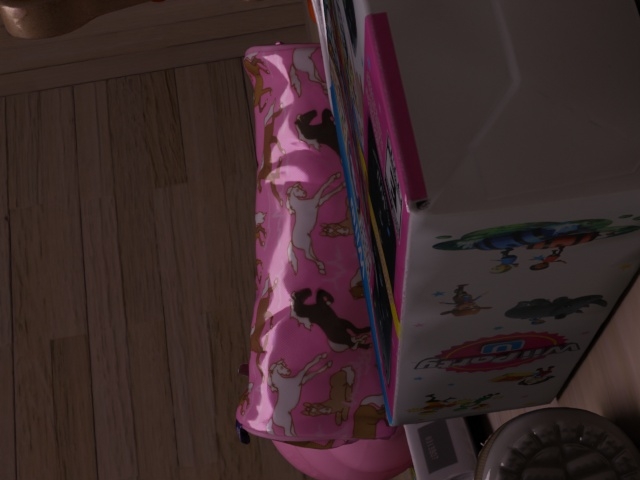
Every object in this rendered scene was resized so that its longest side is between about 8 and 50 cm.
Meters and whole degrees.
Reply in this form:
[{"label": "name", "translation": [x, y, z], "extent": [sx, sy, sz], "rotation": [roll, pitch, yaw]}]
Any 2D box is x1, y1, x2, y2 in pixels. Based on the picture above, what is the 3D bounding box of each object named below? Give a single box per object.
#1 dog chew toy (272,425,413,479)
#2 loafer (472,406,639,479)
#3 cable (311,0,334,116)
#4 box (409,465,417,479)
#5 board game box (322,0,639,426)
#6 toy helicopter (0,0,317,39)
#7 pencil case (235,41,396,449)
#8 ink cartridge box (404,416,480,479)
[{"label": "dog chew toy", "translation": [0.043, 0.188, 1.305], "extent": [0.332, 0.206, 0.207], "rotation": [159, 101, -81]}, {"label": "loafer", "translation": [0.107, 0.191, 0.505], "extent": [0.087, 0.094, 0.251], "rotation": [-100, 10, -84]}, {"label": "cable", "translation": [0.037, -0.187, 0.809], "extent": [0.257, 0.089, 0.257], "rotation": [81, 179, -79]}, {"label": "box", "translation": [0.138, 0.331, 1.357], "extent": [0.105, 0.043, 0.179], "rotation": [-116, 18, -85]}, {"label": "board game box", "translation": [0.059, -0.057, 0.527], "extent": [0.303, 0.097, 0.224], "rotation": [80, 180, -68]}, {"label": "toy helicopter", "translation": [-0.115, -0.259, 1.009], "extent": [0.235, 0.355, 0.140], "rotation": [-129, 23, -50]}, {"label": "pencil case", "translation": [0.000, 0.000, 1.081], "extent": [0.160, 0.167, 0.386], "rotation": [1, -88, -74]}, {"label": "ink cartridge box", "translation": [0.132, 0.231, 0.989], "extent": [0.232, 0.066, 0.189], "rotation": [60, -172, -26]}]
